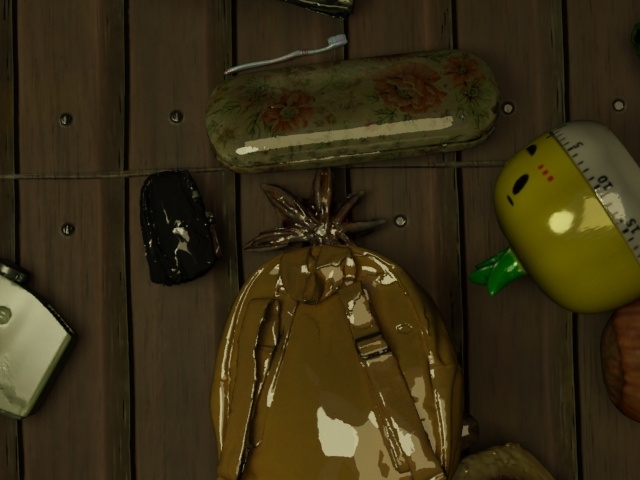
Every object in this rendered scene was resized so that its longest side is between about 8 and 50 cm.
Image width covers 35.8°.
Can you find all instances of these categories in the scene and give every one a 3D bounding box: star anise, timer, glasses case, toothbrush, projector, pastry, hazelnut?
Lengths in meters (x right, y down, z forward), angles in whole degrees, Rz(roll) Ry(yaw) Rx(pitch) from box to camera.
[{"bbox_3d":[0.000,0.000,1.447,0.236,0.093,0.229,29,83,-3],"label":"star anise"},{"bbox_3d":[0.325,-0.005,1.365,0.285,0.285,0.285,0,88,0],"label":"timer"},{"bbox_3d":[0.046,-0.187,1.434,0.426,0.098,0.156,-7,60,0],"label":"glasses case"},{"bbox_3d":[-0.053,-0.278,1.490,0.193,0.013,0.019,-16,82,-1],"label":"toothbrush"},{"bbox_3d":[-0.497,0.119,1.441,0.270,0.088,0.193,29,87,0],"label":"projector"},{"bbox_3d":[0.239,0.423,1.385,0.256,0.236,0.170,38,132,-10],"label":"pastry"},{"bbox_3d":[0.496,0.163,1.383,0.214,0.176,0.214,14,111,38],"label":"hazelnut"}]

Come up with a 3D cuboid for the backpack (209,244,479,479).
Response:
[{"bbox_3d":[0.030,0.194,1.300,0.354,0.201,0.377,1,80,10],"label":"backpack"}]

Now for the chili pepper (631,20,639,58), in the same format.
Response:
[{"bbox_3d":[0.611,-0.398,1.415,0.385,0.213,0.167,-37,46,-5],"label":"chili pepper"}]

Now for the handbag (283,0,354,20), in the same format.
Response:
[{"bbox_3d":[-0.075,-0.498,1.372,0.327,0.162,0.325,15,122,-2],"label":"handbag"}]

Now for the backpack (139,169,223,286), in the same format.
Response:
[{"bbox_3d":[-0.203,-0.020,1.435,0.106,0.120,0.165,-9,88,-22],"label":"backpack"}]
